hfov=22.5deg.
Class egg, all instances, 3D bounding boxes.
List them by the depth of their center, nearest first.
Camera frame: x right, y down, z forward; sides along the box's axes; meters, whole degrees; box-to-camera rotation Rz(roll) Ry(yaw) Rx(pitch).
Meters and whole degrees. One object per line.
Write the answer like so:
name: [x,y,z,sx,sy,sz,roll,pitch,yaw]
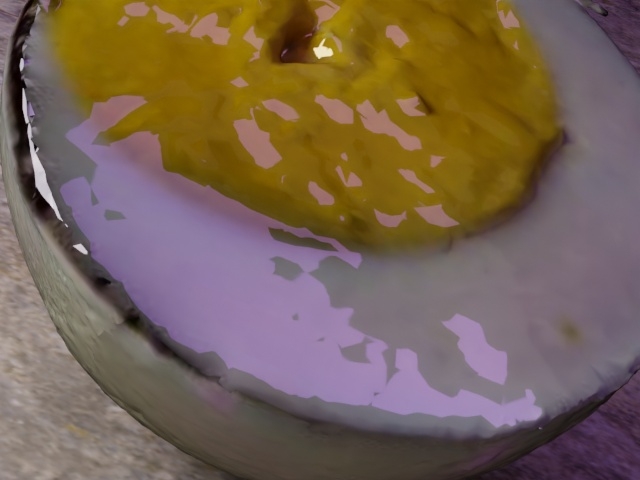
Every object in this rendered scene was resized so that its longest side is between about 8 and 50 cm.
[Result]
egg: [0.000,0.000,0.743,0.337,0.201,0.337,11,48,-12]
